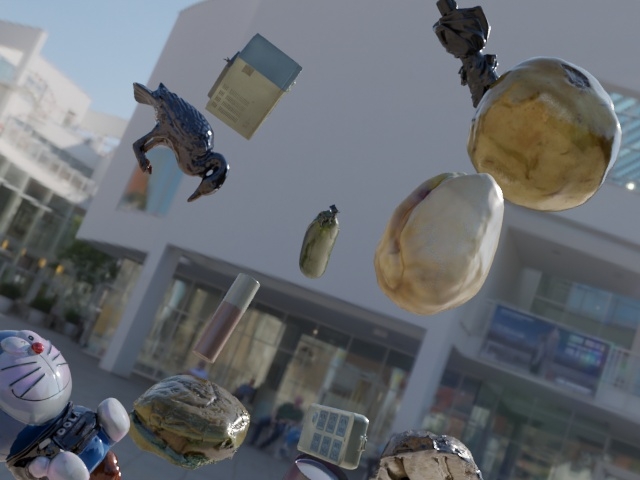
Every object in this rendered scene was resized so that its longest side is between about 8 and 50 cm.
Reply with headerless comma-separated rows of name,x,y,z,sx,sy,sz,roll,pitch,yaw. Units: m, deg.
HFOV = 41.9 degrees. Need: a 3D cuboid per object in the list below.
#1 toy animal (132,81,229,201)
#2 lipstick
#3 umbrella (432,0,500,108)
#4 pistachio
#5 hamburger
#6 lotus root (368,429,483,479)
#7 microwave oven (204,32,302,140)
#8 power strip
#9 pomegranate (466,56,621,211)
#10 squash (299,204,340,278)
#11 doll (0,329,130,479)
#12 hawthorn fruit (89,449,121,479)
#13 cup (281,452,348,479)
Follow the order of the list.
toy animal,-0.328,-0.227,1.864,0.185,0.298,0.122,-22,-13,-7
lipstick,-0.260,0.214,2.319,0.070,0.254,0.070,28,-18,10
umbrella,0.349,-0.445,1.953,0.122,0.110,0.272,-17,-79,59
pistachio,0.145,0.004,1.012,0.117,0.200,0.145,-5,-51,50
hamburger,-0.301,0.412,1.949,0.265,0.134,0.285,28,9,4
lotus root,0.159,0.332,1.261,0.167,0.078,0.329,-7,-30,8
microwave oven,-0.195,-0.437,2.361,0.194,0.145,0.240,38,-41,-6
power strip,0.018,0.305,1.315,0.035,0.081,0.192,20,-12,-21
pomegranate,0.472,-0.222,1.786,0.332,0.332,0.332,21,-12,5
squash,-0.002,0.000,2.121,0.087,0.087,0.331,21,-30,2
doll,-0.515,0.290,1.428,0.310,0.240,0.284,49,20,-9
hawthorn fruit,-0.427,0.439,1.578,0.093,0.081,0.081,-11,-1,-19
cup,-0.058,0.641,1.898,0.203,0.288,0.203,25,11,-5
